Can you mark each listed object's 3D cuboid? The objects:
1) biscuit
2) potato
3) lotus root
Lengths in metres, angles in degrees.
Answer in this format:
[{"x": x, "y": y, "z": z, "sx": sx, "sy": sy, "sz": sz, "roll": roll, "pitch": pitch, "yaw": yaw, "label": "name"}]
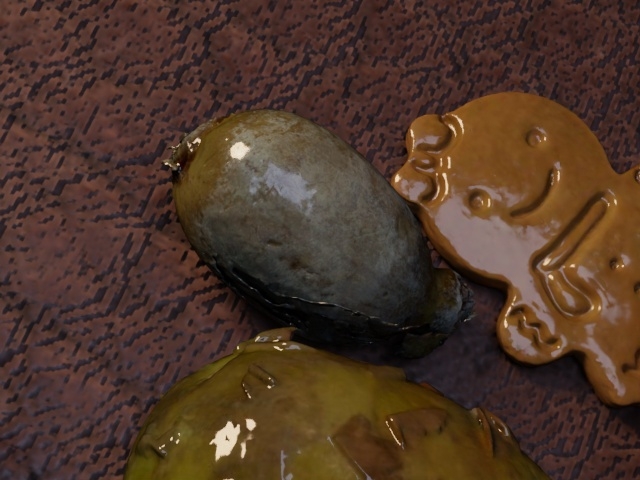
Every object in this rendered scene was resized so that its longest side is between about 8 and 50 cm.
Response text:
[{"x": 0.127, "y": -0.002, "z": 0.848, "sx": 0.133, "sy": 0.027, "sz": 0.184, "roll": -32, "pitch": 82, "yaw": -19, "label": "biscuit"}, {"x": 0.044, "y": 0.163, "z": 0.712, "sx": 0.298, "sy": 0.141, "sz": 0.176, "roll": 38, "pitch": 72, "yaw": 1, "label": "potato"}, {"x": 0.000, "y": 0.001, "z": 0.790, "sx": 0.165, "sy": 0.088, "sz": 0.088, "roll": 37, "pitch": 68, "yaw": -10, "label": "lotus root"}]
